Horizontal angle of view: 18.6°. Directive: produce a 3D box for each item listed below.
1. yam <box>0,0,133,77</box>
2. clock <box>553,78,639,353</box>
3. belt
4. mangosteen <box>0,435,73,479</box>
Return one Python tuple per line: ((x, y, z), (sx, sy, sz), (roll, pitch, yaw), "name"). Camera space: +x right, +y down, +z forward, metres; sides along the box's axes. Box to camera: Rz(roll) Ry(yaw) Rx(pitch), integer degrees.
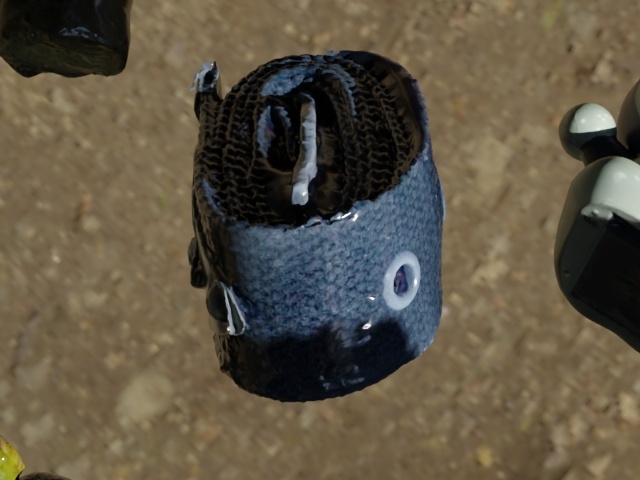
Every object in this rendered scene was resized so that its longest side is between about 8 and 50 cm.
((-0.101, -0.190, 0.831), (0.061, 0.061, 0.252), (20, 63, -41), "yam")
((0.250, -0.036, 1.286), (0.243, 0.200, 0.146), (-46, 160, -47), "clock")
((0.000, -0.001, 0.937), (0.122, 0.218, 0.128), (-6, 114, 2), "belt")
((-0.136, 0.207, 0.980), (0.194, 0.194, 0.230), (-23, 101, -24), "mangosteen")
